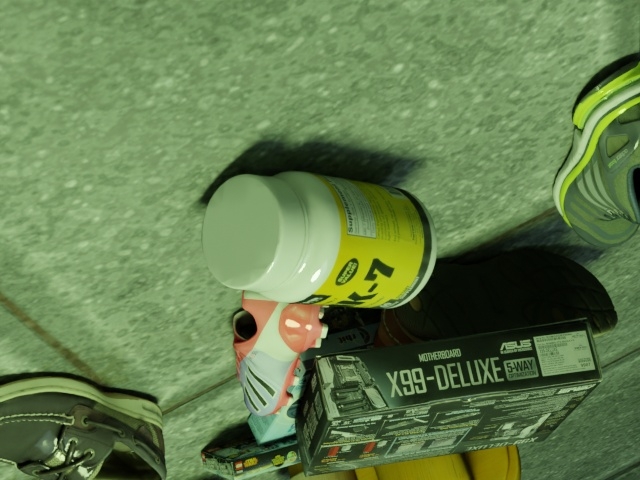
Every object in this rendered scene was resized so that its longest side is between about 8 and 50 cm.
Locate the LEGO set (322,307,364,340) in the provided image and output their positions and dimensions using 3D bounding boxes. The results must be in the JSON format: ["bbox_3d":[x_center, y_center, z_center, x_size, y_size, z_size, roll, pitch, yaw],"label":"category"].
[{"bbox_3d":[0.011,0.085,1.474,0.083,0.023,0.054,22,124,-41],"label":"LEGO set"}]

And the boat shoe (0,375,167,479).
[{"bbox_3d":[-0.253,0.208,1.357,0.103,0.092,0.285,-37,152,18],"label":"boat shoe"}]

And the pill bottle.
[{"bbox_3d":[0.000,0.000,1.198,0.208,0.119,0.119,6,138,-48],"label":"pill bottle"}]

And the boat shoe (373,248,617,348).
[{"bbox_3d":[0.200,0.088,1.562,0.324,0.123,0.120,2,147,-32],"label":"boat shoe"}]

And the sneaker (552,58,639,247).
[{"bbox_3d":[0.321,-0.057,1.391,0.111,0.121,0.300,-25,153,-4],"label":"sneaker"}]

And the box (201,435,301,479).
[{"bbox_3d":[-0.068,0.263,1.650,0.137,0.027,0.094,-12,-175,-29],"label":"box"}]

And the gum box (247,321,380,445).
[{"bbox_3d":[0.012,0.171,1.597,0.157,0.041,0.184,-11,150,-30],"label":"gum box"}]

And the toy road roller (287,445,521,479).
[{"bbox_3d":[0.098,0.316,1.724,0.329,0.203,0.240,-21,150,5],"label":"toy road roller"}]

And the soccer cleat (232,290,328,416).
[{"bbox_3d":[-0.059,0.113,1.411,0.095,0.083,0.248,14,148,-9],"label":"soccer cleat"}]

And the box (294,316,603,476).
[{"bbox_3d":[0.136,0.183,1.498,0.307,0.077,0.242,-7,157,-10],"label":"box"}]
